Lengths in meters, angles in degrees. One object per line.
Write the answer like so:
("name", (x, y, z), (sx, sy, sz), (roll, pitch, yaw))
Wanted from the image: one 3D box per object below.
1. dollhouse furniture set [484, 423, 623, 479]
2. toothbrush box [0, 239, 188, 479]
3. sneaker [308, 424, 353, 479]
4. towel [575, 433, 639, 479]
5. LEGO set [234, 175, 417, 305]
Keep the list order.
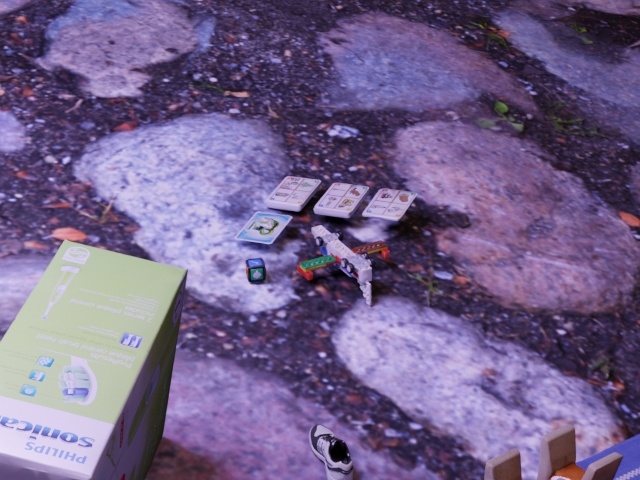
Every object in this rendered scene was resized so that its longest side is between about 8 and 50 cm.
("dollhouse furniture set", (0.226, 0.302, 1.058), (0.259, 0.135, 0.262), (-16, 33, -37))
("toothbrush box", (-0.212, 0.165, 1.072), (0.122, 0.206, 0.283), (14, 32, 3))
("sneaker", (0.014, 0.202, 1.240), (0.032, 0.037, 0.083), (-6, 35, -22))
("towel", (0.404, 0.302, 1.217), (0.243, 0.040, 0.336), (-15, 43, -37))
("LEGO set", (0.000, 0.000, 1.562), (0.182, 0.060, 0.244), (8, 29, 18))
